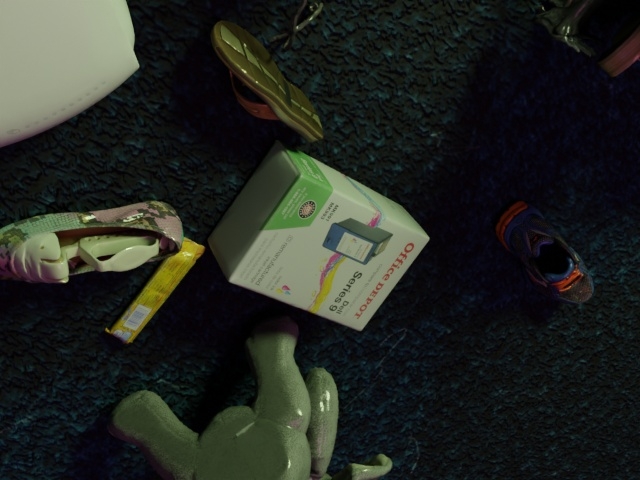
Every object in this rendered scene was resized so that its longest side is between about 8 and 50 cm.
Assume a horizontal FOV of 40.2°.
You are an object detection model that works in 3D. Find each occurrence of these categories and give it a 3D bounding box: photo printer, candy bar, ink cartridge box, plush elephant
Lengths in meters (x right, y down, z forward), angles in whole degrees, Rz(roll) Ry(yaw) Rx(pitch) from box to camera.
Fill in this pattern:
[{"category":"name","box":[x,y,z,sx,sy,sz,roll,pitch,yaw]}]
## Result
[{"category":"photo printer","box":[-0.310,-0.221,0.739,0.256,0.107,0.307,-24,129,-8]},{"category":"candy bar","box":[-0.199,0.062,1.043,0.040,0.018,0.161,30,107,-33]},{"category":"ink cartridge box","box":[0.000,0.000,1.046,0.212,0.093,0.154,25,109,-37]},{"category":"plush elephant","box":[-0.061,0.305,1.135,0.272,0.330,0.255,-35,149,-8]}]

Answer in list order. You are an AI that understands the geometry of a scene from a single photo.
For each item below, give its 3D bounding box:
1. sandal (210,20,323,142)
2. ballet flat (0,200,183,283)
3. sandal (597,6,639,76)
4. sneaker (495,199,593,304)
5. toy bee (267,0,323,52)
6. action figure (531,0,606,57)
[{"category":"sandal","box":[-0.061,-0.158,0.933,0.049,0.072,0.180,-27,137,22]},{"category":"ballet flat","box":[-0.255,0.009,0.942,0.222,0.079,0.076,-11,127,-17]},{"category":"sandal","box":[0.385,-0.223,0.999,0.079,0.240,0.088,47,133,-2]},{"category":"sneaker","box":[0.324,0.036,1.225,0.083,0.087,0.221,-45,129,10]},{"category":"toy bee","box":[0.005,-0.317,0.788,0.162,0.195,0.298,43,111,-15]},{"category":"action figure","box":[0.345,-0.337,0.934,0.164,0.141,0.275,-29,148,-57]}]
